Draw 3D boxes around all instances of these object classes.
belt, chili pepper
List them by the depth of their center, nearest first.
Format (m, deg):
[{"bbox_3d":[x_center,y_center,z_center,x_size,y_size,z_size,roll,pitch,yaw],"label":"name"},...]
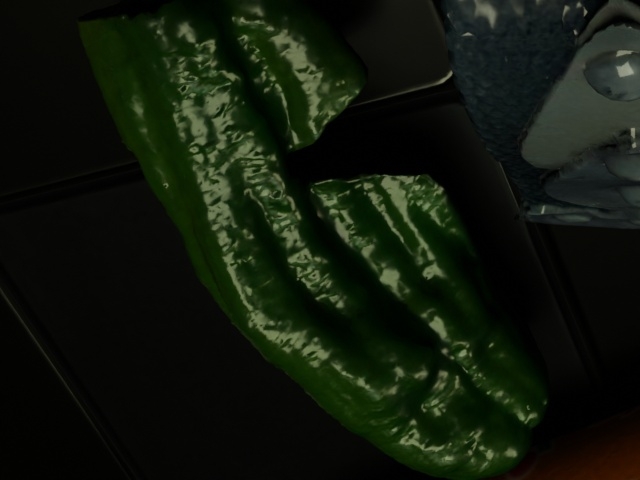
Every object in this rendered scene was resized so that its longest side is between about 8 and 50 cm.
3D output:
[{"bbox_3d":[0.110,-0.073,0.447,0.128,0.122,0.218,1,173,16],"label":"belt"},{"bbox_3d":[0.001,-0.001,0.592,0.099,0.083,0.253,-40,116,-7],"label":"chili pepper"}]

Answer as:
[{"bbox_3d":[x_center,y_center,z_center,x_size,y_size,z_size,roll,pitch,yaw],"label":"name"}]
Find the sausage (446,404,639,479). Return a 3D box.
[{"bbox_3d":[0.098,0.145,0.694,0.312,0.093,0.093,-27,119,31],"label":"sausage"}]
